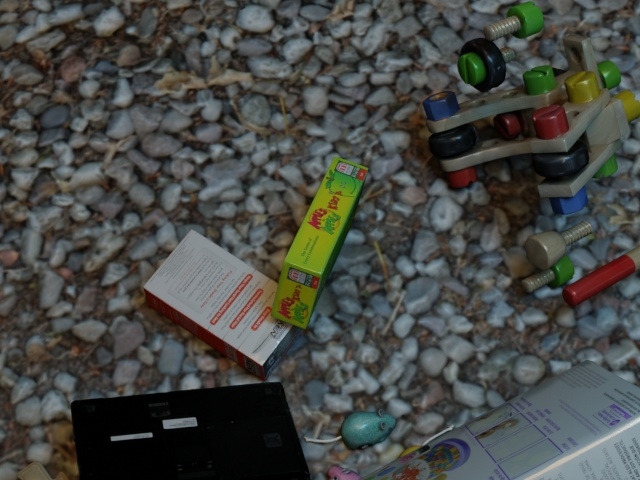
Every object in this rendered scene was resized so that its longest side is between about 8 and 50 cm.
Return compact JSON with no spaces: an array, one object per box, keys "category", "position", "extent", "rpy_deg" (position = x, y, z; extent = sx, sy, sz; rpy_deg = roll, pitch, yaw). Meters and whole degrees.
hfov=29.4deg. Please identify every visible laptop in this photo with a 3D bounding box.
[{"category":"laptop","position":[-0.131,0.292,1.267],"extent":[0.234,0.137,0.264],"rpy_deg":[-4,38,-15]}]

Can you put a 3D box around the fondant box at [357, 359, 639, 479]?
[{"category":"fondant box","position":[0.154,0.239,1.114],"extent":[0.330,0.238,0.096],"rpy_deg":[-26,94,-1]}]

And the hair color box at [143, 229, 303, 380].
[{"category":"hair color box","position":[-0.105,0.072,1.377],"extent":[0.167,0.053,0.093],"rpy_deg":[32,67,17]}]

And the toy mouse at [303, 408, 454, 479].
[{"category":"toy mouse","position":[0.047,0.234,1.306],"extent":[0.143,0.031,0.161],"rpy_deg":[23,67,12]}]

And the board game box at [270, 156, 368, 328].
[{"category":"board game box","position":[0.000,0.000,1.352],"extent":[0.043,0.092,0.181],"rpy_deg":[21,45,5]}]

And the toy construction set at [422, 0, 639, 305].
[{"category":"toy construction set","position":[0.293,-0.107,1.381],"extent":[0.237,0.257,0.309],"rpy_deg":[-25,86,-23]}]

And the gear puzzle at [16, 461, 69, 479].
[{"category":"gear puzzle","position":[-0.252,0.397,1.235],"extent":[0.175,0.044,0.339],"rpy_deg":[-36,71,-16]}]
